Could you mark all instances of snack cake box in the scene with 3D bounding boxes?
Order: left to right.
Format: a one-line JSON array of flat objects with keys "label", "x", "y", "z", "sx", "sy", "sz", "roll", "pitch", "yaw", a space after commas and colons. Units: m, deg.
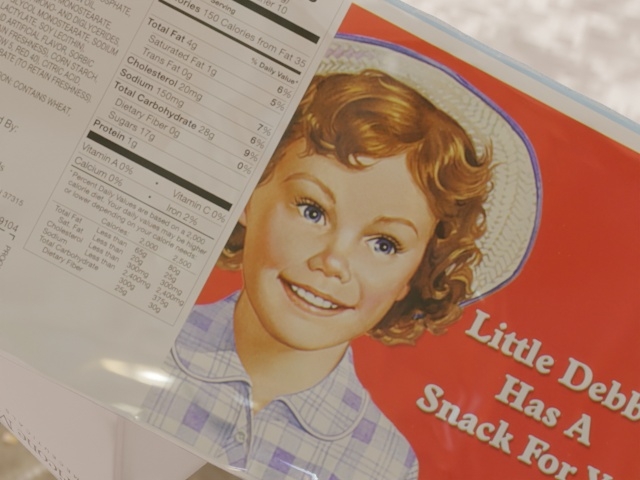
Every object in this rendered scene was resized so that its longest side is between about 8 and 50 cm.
[{"label": "snack cake box", "x": 0.000, "y": 0.000, "z": 0.623, "sx": 0.264, "sy": 0.152, "sz": 0.089, "roll": 28, "pitch": 178, "yaw": -2}]

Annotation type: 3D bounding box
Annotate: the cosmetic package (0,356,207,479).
[{"label": "cosmetic package", "x": -0.114, "y": -0.021, "z": 1.068, "sx": 0.197, "sy": 0.155, "sz": 0.365, "roll": 41, "pitch": 151, "yaw": 19}]
